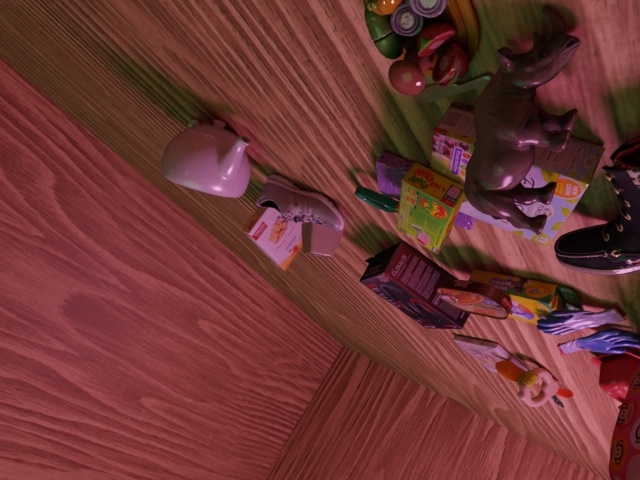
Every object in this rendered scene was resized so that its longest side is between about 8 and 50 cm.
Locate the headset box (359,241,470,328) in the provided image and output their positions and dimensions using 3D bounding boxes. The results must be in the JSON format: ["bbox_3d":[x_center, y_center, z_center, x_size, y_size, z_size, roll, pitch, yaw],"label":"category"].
[{"bbox_3d":[0.259,0.129,1.172,0.293,0.110,0.218,35,164,-4],"label":"headset box"}]

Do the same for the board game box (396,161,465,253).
[{"bbox_3d":[0.185,-0.049,0.704,0.092,0.043,0.181,32,164,20],"label":"board game box"}]

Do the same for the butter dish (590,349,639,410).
[{"bbox_3d":[0.697,0.332,0.902,0.160,0.118,0.160,29,162,18],"label":"butter dish"}]

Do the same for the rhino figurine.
[{"bbox_3d":[0.230,-0.130,0.471,0.106,0.073,0.244,16,124,29],"label":"rhino figurine"}]

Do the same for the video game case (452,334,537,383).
[{"bbox_3d":[0.616,0.419,1.445,0.227,0.026,0.206,39,162,-15],"label":"video game case"}]

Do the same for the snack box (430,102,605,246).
[{"bbox_3d":[0.272,-0.094,0.611,0.207,0.070,0.174,25,161,24],"label":"snack box"}]

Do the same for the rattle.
[{"bbox_3d":[0.691,0.467,1.323,0.199,0.130,0.142,12,168,-26],"label":"rattle"}]

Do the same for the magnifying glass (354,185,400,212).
[{"bbox_3d":[0.156,-0.077,0.875,0.092,0.026,0.231,28,-178,-36],"label":"magnifying glass"}]

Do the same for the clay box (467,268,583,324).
[{"bbox_3d":[0.460,0.137,0.920,0.127,0.053,0.222,45,161,-32],"label":"clay box"}]

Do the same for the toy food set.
[{"bbox_3d":[0.118,-0.240,0.497,0.128,0.071,0.218,13,153,50],"label":"toy food set"}]

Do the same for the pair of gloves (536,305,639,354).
[{"bbox_3d":[0.555,0.193,0.847,0.159,0.023,0.198,-25,127,39],"label":"pair of gloves"}]

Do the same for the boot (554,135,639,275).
[{"bbox_3d":[0.390,-0.042,0.517,0.178,0.085,0.236,43,155,-21],"label":"boot"}]

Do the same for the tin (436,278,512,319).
[{"bbox_3d":[0.359,0.136,0.957,0.106,0.040,0.189,47,161,-20],"label":"tin"}]

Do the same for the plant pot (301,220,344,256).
[{"bbox_3d":[0.000,0.000,1.261,0.108,0.096,0.109,11,169,-19],"label":"plant pot"}]

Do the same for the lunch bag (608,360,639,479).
[{"bbox_3d":[0.612,0.293,0.656,0.120,0.293,0.258,28,158,15],"label":"lunch bag"}]

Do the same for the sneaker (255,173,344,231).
[{"bbox_3d":[-0.059,-0.083,1.173,0.281,0.115,0.105,27,162,23],"label":"sneaker"}]

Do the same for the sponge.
[{"bbox_3d":[0.208,-0.096,0.793,0.210,0.031,0.117,26,162,21],"label":"sponge"}]

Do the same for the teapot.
[{"bbox_3d":[-0.302,-0.237,1.114,0.255,0.187,0.252,17,-170,1],"label":"teapot"}]

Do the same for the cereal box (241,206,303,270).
[{"bbox_3d":[-0.143,-0.029,1.381,0.047,0.173,0.240,21,159,38],"label":"cereal box"}]
